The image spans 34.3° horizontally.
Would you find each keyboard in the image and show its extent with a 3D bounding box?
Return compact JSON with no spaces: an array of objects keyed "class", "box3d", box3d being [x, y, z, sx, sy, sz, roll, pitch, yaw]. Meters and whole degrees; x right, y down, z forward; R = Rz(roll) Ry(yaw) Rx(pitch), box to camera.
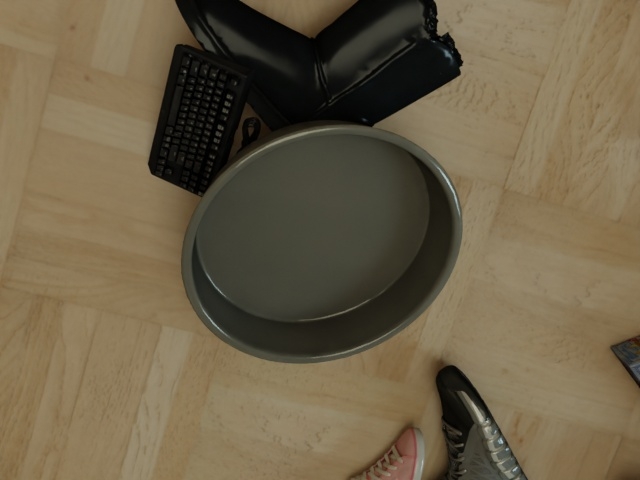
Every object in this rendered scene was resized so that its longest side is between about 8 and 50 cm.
[{"class":"keyboard","box3d":[-0.109,-0.108,1.028,0.108,0.023,0.180,20,139,-4]}]

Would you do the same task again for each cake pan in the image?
[{"class":"cake pan","box3d":[0.000,0.000,1.071,0.293,0.054,0.293,-7,125,-10]}]

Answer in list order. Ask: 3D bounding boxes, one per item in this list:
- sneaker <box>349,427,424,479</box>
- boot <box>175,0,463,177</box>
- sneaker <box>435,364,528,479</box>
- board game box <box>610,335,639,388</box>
[{"class":"sneaker","box3d":[0.072,0.276,1.201,0.070,0.051,0.134,12,108,-16]},{"class":"boot","box3d":[0.004,-0.208,1.032,0.207,0.094,0.246,-38,114,8]},{"class":"sneaker","box3d":[0.156,0.262,1.193,0.132,0.086,0.229,-30,108,4]},{"class":"board game box","box3d":[0.449,0.151,1.213,0.194,0.060,0.194,36,98,-16]}]
